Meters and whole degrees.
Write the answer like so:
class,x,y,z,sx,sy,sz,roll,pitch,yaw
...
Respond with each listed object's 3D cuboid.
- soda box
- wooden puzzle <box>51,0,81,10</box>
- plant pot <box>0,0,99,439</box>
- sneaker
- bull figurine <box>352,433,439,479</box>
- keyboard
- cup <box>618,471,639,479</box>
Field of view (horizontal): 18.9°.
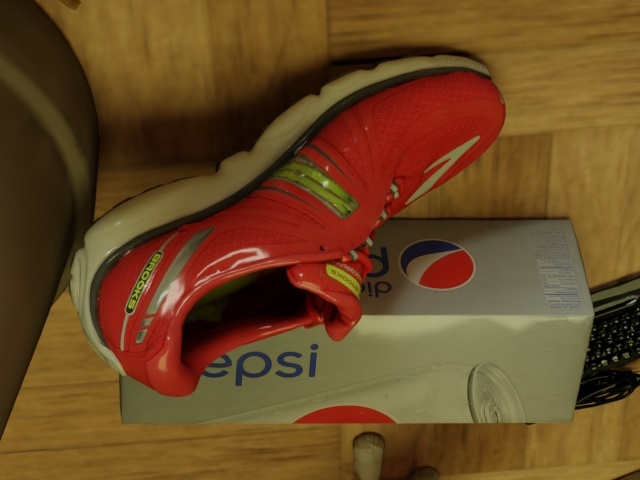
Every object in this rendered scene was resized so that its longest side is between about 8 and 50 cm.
class,x,y,z,sx,sy,sz,roll,pitch,yaw
soda box,0.018,0.051,1.191,0.286,0.091,0.098,1,131,-6
wooden puzzle,-0.170,-0.146,0.989,0.116,0.078,0.014,33,93,-26
plant pot,-0.279,0.038,1.016,0.323,0.280,0.323,-3,137,-3
sneaker,0.000,0.000,1.076,0.279,0.118,0.107,-32,142,-14
bull figurine,0.052,0.259,1.347,0.101,0.188,0.310,11,134,-18
keyboard,0.178,0.082,1.287,0.192,0.038,0.100,-21,134,16
cup,0.317,0.348,1.436,0.331,0.237,0.331,-3,136,-3
